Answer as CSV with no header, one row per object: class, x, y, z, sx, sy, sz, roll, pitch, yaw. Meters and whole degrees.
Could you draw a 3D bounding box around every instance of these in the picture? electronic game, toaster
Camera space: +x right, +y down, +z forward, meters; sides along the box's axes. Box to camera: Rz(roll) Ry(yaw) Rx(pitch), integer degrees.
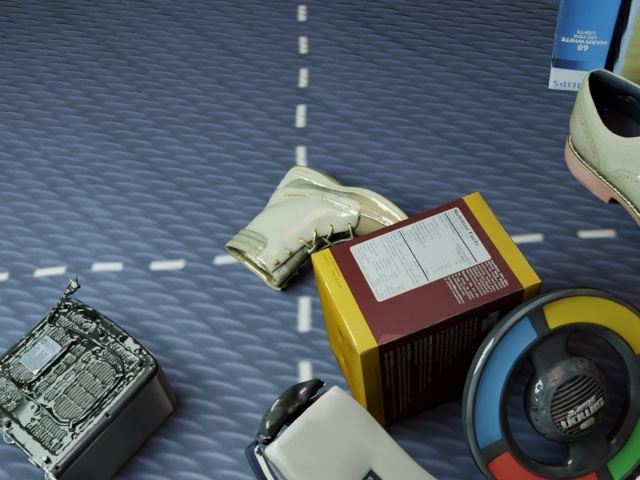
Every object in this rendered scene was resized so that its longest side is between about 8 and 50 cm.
electronic game,0.248,0.159,0.754,0.229,0.229,0.048,-25,14,-11
toaster,-0.274,0.168,0.856,0.168,0.110,0.185,30,63,25

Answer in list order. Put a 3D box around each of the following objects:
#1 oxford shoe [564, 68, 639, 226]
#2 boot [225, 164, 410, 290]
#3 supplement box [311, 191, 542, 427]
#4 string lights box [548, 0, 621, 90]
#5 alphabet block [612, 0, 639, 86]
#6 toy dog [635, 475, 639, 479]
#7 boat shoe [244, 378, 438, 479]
oxford shoe,0.442,-0.070,0.894,0.140,0.146,0.397,-35,49,-13
boot,0.000,0.000,0.968,0.213,0.077,0.165,25,60,29
supplement box,0.112,0.082,0.820,0.194,0.191,0.129,-20,53,-8
string lights box,0.379,-0.350,1.063,0.077,0.259,0.133,8,56,13
alphabet block,0.521,-0.305,1.032,0.197,0.193,0.192,9,55,14
toy dog,0.480,0.290,0.543,0.408,0.284,0.395,-13,21,-14
boat shoe,0.064,0.282,0.737,0.127,0.158,0.340,-38,86,-25
